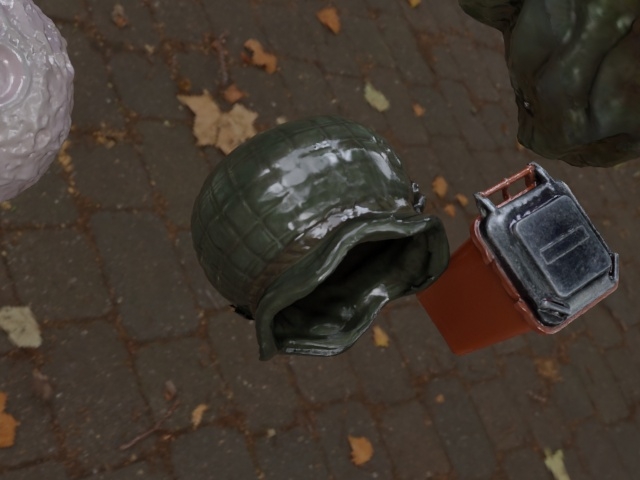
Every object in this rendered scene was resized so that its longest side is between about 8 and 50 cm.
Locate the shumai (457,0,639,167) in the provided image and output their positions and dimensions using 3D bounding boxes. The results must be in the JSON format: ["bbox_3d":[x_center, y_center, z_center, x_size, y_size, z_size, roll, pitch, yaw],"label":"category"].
[{"bbox_3d":[0.158,-0.210,0.427,0.263,0.309,0.304,47,18,-10],"label":"shumai"}]

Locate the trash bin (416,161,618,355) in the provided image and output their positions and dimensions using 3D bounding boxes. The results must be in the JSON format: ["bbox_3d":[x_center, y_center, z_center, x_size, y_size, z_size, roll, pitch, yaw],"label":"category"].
[{"bbox_3d":[0.227,0.035,1.177,0.161,0.239,0.184,-28,83,-32],"label":"trash bin"}]

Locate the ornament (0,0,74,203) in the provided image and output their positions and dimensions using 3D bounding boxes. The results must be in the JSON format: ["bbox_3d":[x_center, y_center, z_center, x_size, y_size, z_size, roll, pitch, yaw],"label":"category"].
[{"bbox_3d":[-0.380,-0.159,0.972,0.259,0.225,0.259,-1,91,-39],"label":"ornament"}]

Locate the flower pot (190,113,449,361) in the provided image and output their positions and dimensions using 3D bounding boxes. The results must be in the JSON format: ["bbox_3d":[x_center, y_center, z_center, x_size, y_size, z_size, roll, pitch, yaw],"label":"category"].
[{"bbox_3d":[0.000,0.000,1.142,0.302,0.302,0.213,0,49,-48],"label":"flower pot"}]
